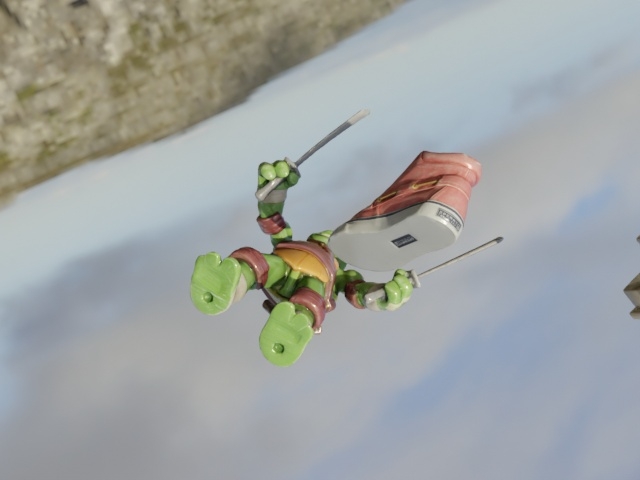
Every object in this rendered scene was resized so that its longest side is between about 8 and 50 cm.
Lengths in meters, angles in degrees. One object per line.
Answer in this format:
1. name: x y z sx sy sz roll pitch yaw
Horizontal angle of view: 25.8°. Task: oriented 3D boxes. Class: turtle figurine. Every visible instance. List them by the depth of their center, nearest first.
1. turtle figurine: 0.000 0.000 1.457 0.275 0.197 0.266 -21 -170 29

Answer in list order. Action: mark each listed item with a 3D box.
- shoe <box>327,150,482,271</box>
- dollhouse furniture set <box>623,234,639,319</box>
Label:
1. shoe: 0.080 -0.027 1.296 0.178 0.063 0.081 -19 -142 55
2. dollhouse furniture set: 0.465 0.009 1.233 0.303 0.174 0.355 -43 -170 -16
